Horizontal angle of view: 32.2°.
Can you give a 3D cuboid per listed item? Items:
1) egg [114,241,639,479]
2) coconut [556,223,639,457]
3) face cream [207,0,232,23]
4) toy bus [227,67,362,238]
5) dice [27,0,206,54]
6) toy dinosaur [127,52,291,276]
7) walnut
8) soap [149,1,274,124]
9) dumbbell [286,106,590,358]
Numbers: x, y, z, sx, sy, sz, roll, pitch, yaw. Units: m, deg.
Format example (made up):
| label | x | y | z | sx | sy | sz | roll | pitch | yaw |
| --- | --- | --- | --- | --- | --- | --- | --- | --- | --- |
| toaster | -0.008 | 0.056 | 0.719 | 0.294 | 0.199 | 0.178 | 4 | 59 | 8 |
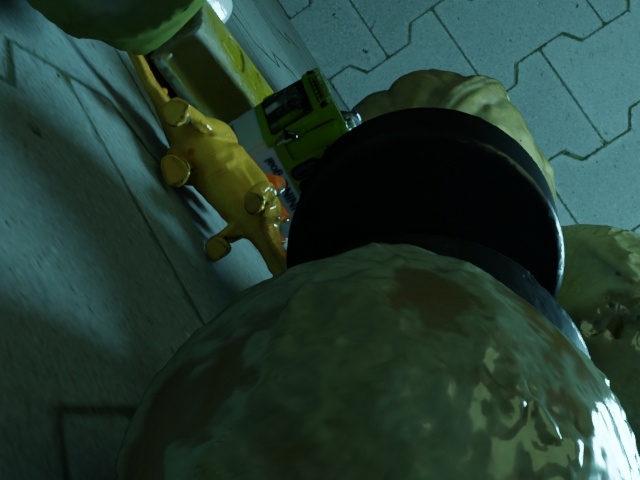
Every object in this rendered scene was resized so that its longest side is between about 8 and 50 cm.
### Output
| label | x | y | z | sx | sy | sz | roll | pitch | yaw |
| --- | --- | --- | --- | --- | --- | --- | --- | --- | --- |
| egg | 0.021 | 0.105 | 0.427 | 0.203 | 0.203 | 0.245 | 55 | 29 | -13 |
| coconut | 0.232 | 0.164 | 0.974 | 0.346 | 0.346 | 0.360 | 60 | 8 | 24 |
| face cream | -0.210 | -0.343 | 1.153 | 0.345 | 0.102 | 0.102 | 49 | 11 | -38 |
| toy bus | 0.018 | -0.011 | 1.105 | 0.301 | 0.139 | 0.113 | 61 | 6 | -31 |
| dice | -0.146 | -0.294 | 0.795 | 0.233 | 0.227 | 0.238 | 38 | 20 | -20 |
| toy dinosaur | -0.090 | -0.068 | 0.913 | 0.288 | 0.070 | 0.117 | 55 | 10 | 12 |
| walnut | 0.187 | -0.087 | 1.706 | 0.381 | 0.381 | 0.381 | 55 | 9 | -12 |
| soap | -0.087 | -0.139 | 1.173 | 0.232 | 0.073 | 0.140 | 53 | 13 | -28 |
| dumbbell | 0.063 | 0.052 | 0.708 | 0.203 | 0.204 | 0.322 | 54 | 19 | -16 |
